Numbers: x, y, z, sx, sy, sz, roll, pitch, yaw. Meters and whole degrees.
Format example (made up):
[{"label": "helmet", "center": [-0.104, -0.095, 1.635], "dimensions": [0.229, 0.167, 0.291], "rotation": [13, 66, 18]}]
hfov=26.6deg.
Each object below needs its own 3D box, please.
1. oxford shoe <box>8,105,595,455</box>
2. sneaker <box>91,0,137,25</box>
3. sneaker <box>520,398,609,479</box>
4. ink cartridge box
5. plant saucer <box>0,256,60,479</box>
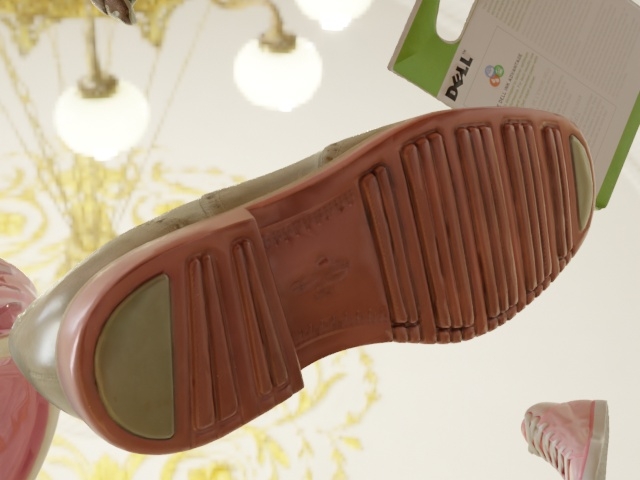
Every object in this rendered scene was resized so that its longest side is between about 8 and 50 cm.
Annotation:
[{"label": "oxford shoe", "center": [0.000, 0.000, 0.811], "dimensions": [0.397, 0.140, 0.146], "rotation": [-17, -165, -34]}, {"label": "sneaker", "center": [-0.060, -0.195, 0.818], "dimensions": [0.188, 0.066, 0.071], "rotation": [-32, -110, -1]}, {"label": "sneaker", "center": [0.193, 0.169, 1.078], "dimensions": [0.070, 0.051, 0.134], "rotation": [1, -157, 14]}, {"label": "ink cartridge box", "center": [0.172, -0.166, 1.219], "dimensions": [0.255, 0.188, 0.097], "rotation": [29, 167, -24]}, {"label": "plant saucer", "center": [-0.321, 0.171, 1.109], "dimensions": [0.084, 0.332, 0.332], "rotation": [26, -137, 20]}]
